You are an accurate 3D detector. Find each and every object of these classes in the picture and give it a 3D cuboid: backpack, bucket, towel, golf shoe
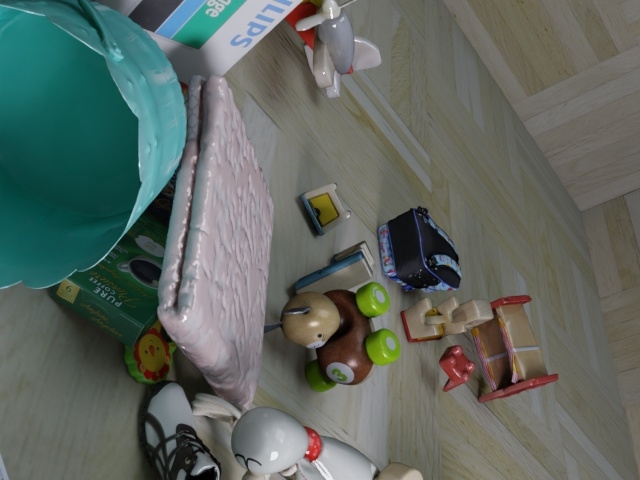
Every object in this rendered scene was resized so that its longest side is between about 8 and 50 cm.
[{"bbox_3d":[0.212,0.035,1.739,0.173,0.117,0.158,32,41,-47],"label":"backpack"},{"bbox_3d":[-0.272,-0.107,0.819,0.281,0.281,0.183,59,18,-13],"label":"bucket"},{"bbox_3d":[-0.119,0.015,1.035,0.332,0.053,0.317,72,19,-62],"label":"towel"},{"bbox_3d":[-0.147,0.244,0.947,0.077,0.094,0.198,30,42,-47],"label":"golf shoe"}]

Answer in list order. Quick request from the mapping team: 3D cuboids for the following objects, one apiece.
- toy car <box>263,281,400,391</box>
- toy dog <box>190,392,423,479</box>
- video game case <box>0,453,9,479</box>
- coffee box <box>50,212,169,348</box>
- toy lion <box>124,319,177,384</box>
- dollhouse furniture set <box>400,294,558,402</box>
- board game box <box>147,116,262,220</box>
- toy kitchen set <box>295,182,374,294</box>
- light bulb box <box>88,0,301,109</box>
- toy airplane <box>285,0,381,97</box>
[{"bbox_3d":[-0.006,0.134,1.241,0.188,0.155,0.149,16,54,-45],"label":"toy car"},{"bbox_3d":[-0.016,0.313,1.020,0.333,0.220,0.161,30,69,-34],"label":"toy dog"},{"bbox_3d":[-0.310,0.288,0.693,0.183,0.023,0.201,-10,77,-63],"label":"video game case"},{"bbox_3d":[-0.219,0.039,0.994,0.113,0.040,0.184,32,31,-1],"label":"coffee box"},{"bbox_3d":[-0.202,0.122,1.019,0.100,0.034,0.096,-22,95,-64],"label":"toy lion"},{"bbox_3d":[0.314,0.234,1.777,0.374,0.152,0.201,1,67,-42],"label":"dollhouse furniture set"},{"bbox_3d":[-0.170,-0.083,1.228,0.243,0.042,0.165,33,41,-47],"label":"board game box"},{"bbox_3d":[0.000,0.000,1.427,0.166,0.122,0.207,63,7,-4],"label":"toy kitchen set"},{"bbox_3d":[-0.205,-0.405,1.051,0.225,0.358,0.361,10,58,-42],"label":"light bulb box"},{"bbox_3d":[0.017,-0.472,1.629,0.384,0.272,0.386,-15,82,-64],"label":"toy airplane"}]
